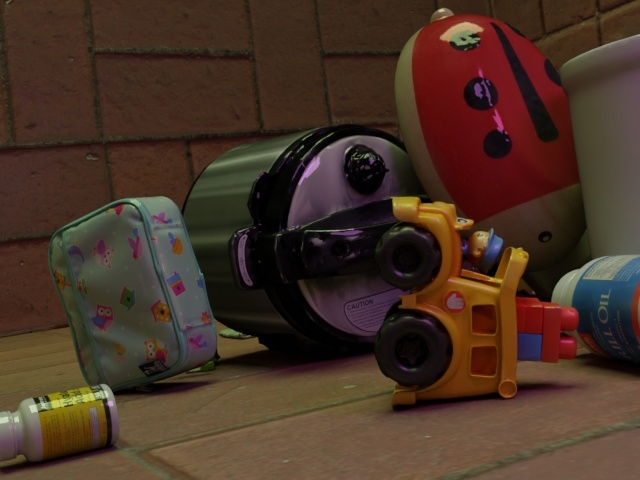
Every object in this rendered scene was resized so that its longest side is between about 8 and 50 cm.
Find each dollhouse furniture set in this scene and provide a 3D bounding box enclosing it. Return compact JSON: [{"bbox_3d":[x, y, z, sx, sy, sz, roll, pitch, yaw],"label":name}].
[{"bbox_3d":[-0.207,0.178,1.379,0.058,0.076,0.151,-9,0,-1],"label":"dollhouse furniture set"},{"bbox_3d":[0.462,0.073,1.477,0.198,0.286,0.303,-36,-25,-4],"label":"dollhouse furniture set"}]

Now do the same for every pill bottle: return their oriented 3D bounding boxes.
[{"bbox_3d":[0.360,0.078,0.951,0.124,0.124,0.221,-7,-1,-13],"label":"pill bottle"},{"bbox_3d":[-0.269,0.187,0.839,0.116,0.065,0.065,-8,0,-30],"label":"pill bottle"}]

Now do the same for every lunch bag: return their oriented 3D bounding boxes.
[{"bbox_3d":[-0.287,0.089,1.241,0.224,0.279,0.108,-20,-6,25],"label":"lunch bag"}]

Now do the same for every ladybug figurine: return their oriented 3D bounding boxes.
[{"bbox_3d":[0.285,-0.174,1.292,0.305,0.449,0.162,-22,-9,-28],"label":"ladybug figurine"}]

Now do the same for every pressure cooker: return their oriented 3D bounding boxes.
[{"bbox_3d":[-0.002,-0.006,1.383,0.375,0.370,0.420,42,-25,-29],"label":"pressure cooker"}]

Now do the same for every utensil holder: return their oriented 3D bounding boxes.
[{"bbox_3d":[0.510,-0.072,1.108,0.327,0.386,0.327,-7,-1,0],"label":"utensil holder"}]

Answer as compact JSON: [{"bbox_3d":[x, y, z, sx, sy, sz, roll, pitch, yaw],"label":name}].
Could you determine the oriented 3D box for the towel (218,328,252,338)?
[{"bbox_3d":[-0.155,0.200,1.871,0.113,0.023,0.152,-6,-1,-27],"label":"towel"}]

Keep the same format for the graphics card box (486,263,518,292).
[{"bbox_3d":[0.301,-0.035,1.545,0.094,0.371,0.233,-4,2,21],"label":"graphics card box"}]

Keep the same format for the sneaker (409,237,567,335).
[{"bbox_3d":[0.263,0.072,1.232,0.281,0.163,0.106,-8,0,2],"label":"sneaker"}]

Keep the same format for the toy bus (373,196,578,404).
[{"bbox_3d":[0.165,0.061,0.889,0.211,0.220,0.149,-1,4,11],"label":"toy bus"}]

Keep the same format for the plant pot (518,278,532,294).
[{"bbox_3d":[0.453,0.092,1.929,0.081,0.083,0.081,-8,0,-38],"label":"plant pot"}]
